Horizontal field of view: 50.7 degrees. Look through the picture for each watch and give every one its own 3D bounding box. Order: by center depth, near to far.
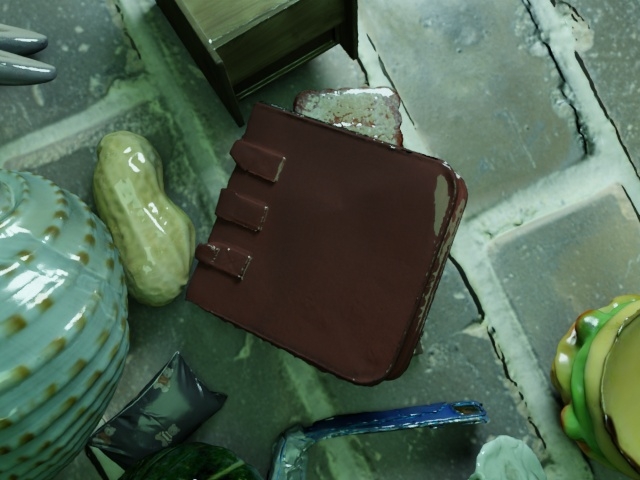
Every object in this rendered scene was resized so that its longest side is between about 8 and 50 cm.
[{"bbox_3d":[0.074,0.341,0.804,0.274,0.068,0.276,-3,85,-10],"label":"watch"}]

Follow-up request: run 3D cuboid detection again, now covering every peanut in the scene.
[{"bbox_3d":[-0.209,-0.028,0.795,0.099,0.090,0.214,-21,88,6],"label":"peanut"}]

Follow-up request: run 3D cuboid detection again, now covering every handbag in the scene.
[{"bbox_3d":[0.001,0.000,0.750,0.275,0.084,0.260,20,95,24],"label":"handbag"}]

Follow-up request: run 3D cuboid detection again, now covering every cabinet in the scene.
[{"bbox_3d":[-0.084,-0.284,0.776,0.175,0.148,0.215,-31,74,-7],"label":"cabinet"}]

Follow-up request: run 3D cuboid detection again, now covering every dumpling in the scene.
[{"bbox_3d":[0.200,0.315,0.750,0.108,0.152,0.219,-7,102,19],"label":"dumpling"}]

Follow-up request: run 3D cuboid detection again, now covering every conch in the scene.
[{"bbox_3d":[-0.298,0.078,0.679,0.215,0.303,0.319,-31,120,12],"label":"conch"}]

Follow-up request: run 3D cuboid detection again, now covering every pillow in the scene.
[{"bbox_3d":[-0.190,0.212,0.795,0.150,0.048,0.090,-44,90,-8],"label":"pillow"}]

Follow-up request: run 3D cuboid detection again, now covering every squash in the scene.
[{"bbox_3d":[-0.141,0.324,0.715,0.218,0.172,0.218,6,113,14],"label":"squash"}]

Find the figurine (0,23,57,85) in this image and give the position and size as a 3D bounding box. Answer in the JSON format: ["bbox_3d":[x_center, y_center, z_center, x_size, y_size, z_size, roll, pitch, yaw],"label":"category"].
[{"bbox_3d":[-0.480,-0.176,0.697,0.378,0.266,0.361,3,83,-5],"label":"figurine"}]

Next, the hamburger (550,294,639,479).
[{"bbox_3d":[0.378,0.169,0.798,0.237,0.149,0.237,1,84,-13],"label":"hamburger"}]

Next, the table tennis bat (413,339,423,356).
[{"bbox_3d":[0.124,0.058,0.794,0.107,0.119,0.170,-10,92,-23],"label":"table tennis bat"}]

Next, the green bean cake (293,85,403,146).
[{"bbox_3d":[0.035,-0.121,0.841,0.135,0.056,0.135,-4,86,-2],"label":"green bean cake"}]
